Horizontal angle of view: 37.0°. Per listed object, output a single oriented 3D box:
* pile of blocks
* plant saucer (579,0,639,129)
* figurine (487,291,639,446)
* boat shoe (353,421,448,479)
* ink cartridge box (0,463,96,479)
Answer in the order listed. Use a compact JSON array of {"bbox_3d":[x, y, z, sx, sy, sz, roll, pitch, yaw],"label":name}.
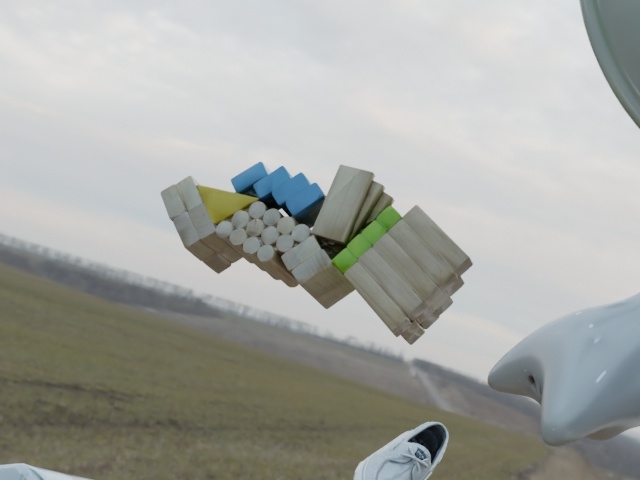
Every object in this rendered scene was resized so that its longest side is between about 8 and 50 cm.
[{"bbox_3d":[0.000,0.000,1.043,0.362,0.149,0.112,20,-13,26],"label":"pile of blocks"},{"bbox_3d":[0.352,-0.202,0.569,0.400,0.401,0.100,14,4,21],"label":"plant saucer"},{"bbox_3d":[0.187,0.035,0.375,0.092,0.209,0.215,59,-9,-18],"label":"figurine"},{"bbox_3d":[0.099,0.256,1.090,0.066,0.063,0.184,54,27,14],"label":"boat shoe"},{"bbox_3d":[-0.098,0.182,0.611,0.232,0.066,0.189,-19,-33,38],"label":"ink cartridge box"}]
